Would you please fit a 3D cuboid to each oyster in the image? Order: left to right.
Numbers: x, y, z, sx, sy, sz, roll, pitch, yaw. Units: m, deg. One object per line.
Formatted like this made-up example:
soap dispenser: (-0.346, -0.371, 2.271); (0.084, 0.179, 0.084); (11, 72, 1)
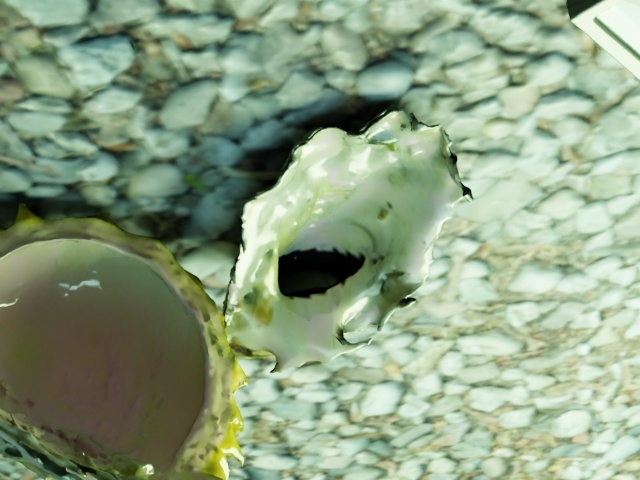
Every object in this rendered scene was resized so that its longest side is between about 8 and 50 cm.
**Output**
oyster: (0.009, -0.002, 1.156); (0.133, 0.072, 0.209); (7, 124, -13)

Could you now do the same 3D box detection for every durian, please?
durian: (-0.196, 0.081, 1.150); (0.305, 0.185, 0.195); (23, 147, -9)

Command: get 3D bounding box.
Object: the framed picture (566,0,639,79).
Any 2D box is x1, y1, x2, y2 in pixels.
framed picture: (0.252, -0.120, 1.073); (0.150, 0.015, 0.203); (-29, 142, 26)
